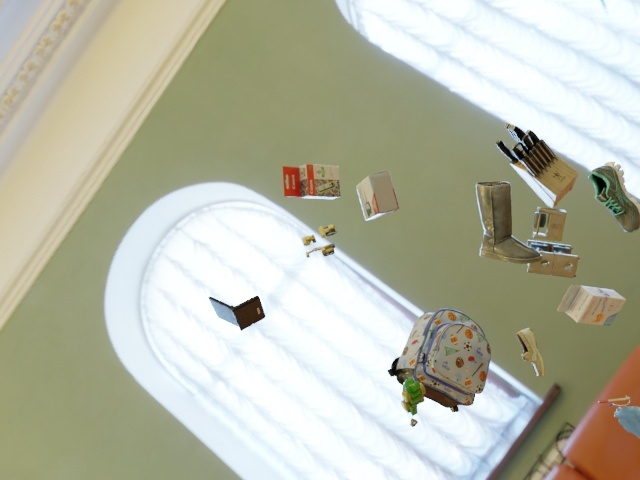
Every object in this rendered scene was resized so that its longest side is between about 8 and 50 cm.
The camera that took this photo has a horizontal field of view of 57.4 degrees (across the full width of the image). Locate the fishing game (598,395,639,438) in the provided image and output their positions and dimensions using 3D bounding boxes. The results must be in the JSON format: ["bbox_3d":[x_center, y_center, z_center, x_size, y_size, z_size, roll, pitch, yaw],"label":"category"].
[{"bbox_3d":[1.019,0.572,1.822,0.041,0.264,0.189,-48,-3,-24],"label":"fishing game"}]

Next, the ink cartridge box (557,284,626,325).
[{"bbox_3d":[0.842,0.203,1.816,0.182,0.061,0.104,8,-65,-23],"label":"ink cartridge box"}]

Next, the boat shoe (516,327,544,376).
[{"bbox_3d":[0.580,0.313,1.617,0.045,0.135,0.050,-14,-14,-3],"label":"boat shoe"}]

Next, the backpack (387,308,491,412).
[{"bbox_3d":[0.374,0.337,1.740,0.213,0.277,0.263,-30,34,51],"label":"backpack"}]

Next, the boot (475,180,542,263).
[{"bbox_3d":[0.497,-0.050,1.547,0.076,0.190,0.208,-13,-72,-47],"label":"boot"}]

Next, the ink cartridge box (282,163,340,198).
[{"bbox_3d":[-0.016,-0.113,1.118,0.115,0.029,0.062,-1,-95,-36],"label":"ink cartridge box"}]

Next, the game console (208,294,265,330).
[{"bbox_3d":[-0.201,0.163,1.422,0.107,0.071,0.122,-27,-29,-13],"label":"game console"}]

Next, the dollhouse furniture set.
[{"bbox_3d":[0.668,-0.004,1.667,0.129,0.129,0.183,-45,-39,-70],"label":"dollhouse furniture set"}]

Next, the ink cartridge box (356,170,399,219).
[{"bbox_3d":[0.181,-0.140,1.879,0.073,0.127,0.175,-15,-3,-11],"label":"ink cartridge box"}]

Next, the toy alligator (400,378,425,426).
[{"bbox_3d":[0.230,0.409,1.500,0.056,0.051,0.189,-22,-46,-19],"label":"toy alligator"}]

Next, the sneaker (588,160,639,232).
[{"bbox_3d":[0.631,-0.090,1.265,0.076,0.166,0.065,-11,-19,-23],"label":"sneaker"}]

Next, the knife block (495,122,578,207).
[{"bbox_3d":[0.616,-0.222,1.689,0.088,0.242,0.276,-47,-19,7],"label":"knife block"}]

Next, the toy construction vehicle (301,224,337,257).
[{"bbox_3d":[0.000,0.000,1.564,0.098,0.085,0.035,-16,-32,0],"label":"toy construction vehicle"}]
